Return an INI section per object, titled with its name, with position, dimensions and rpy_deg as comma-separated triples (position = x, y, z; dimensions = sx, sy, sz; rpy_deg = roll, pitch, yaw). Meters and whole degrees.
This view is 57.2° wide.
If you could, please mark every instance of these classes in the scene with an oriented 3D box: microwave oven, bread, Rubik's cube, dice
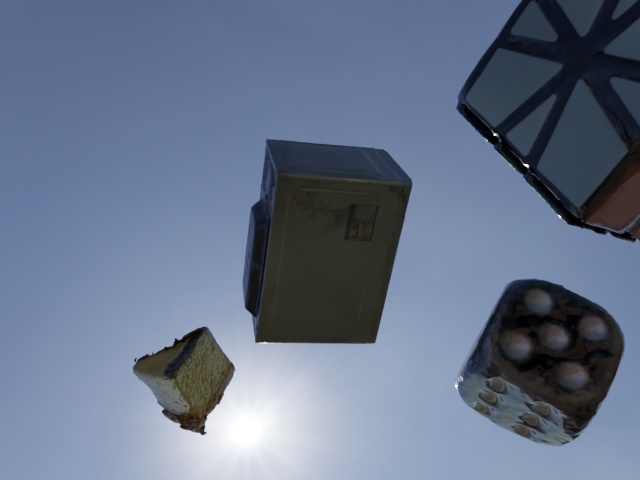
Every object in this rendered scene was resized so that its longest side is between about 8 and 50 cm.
[microwave oven]
position = 0.000, 0.000, 0.966
dimensions = 0.238, 0.181, 0.295
rpy_deg = 3, -63, -13
[bread]
position = -0.231, 0.238, 1.035
dimensions = 0.152, 0.127, 0.147
rpy_deg = -48, -48, -36
[Rubik's cube]
position = 0.395, -0.183, 0.731
dimensions = 0.283, 0.288, 0.293
rpy_deg = 12, -56, -36
[dice]
position = 0.317, 0.178, 0.862
dimensions = 0.183, 0.181, 0.182
rpy_deg = -53, -20, -25
